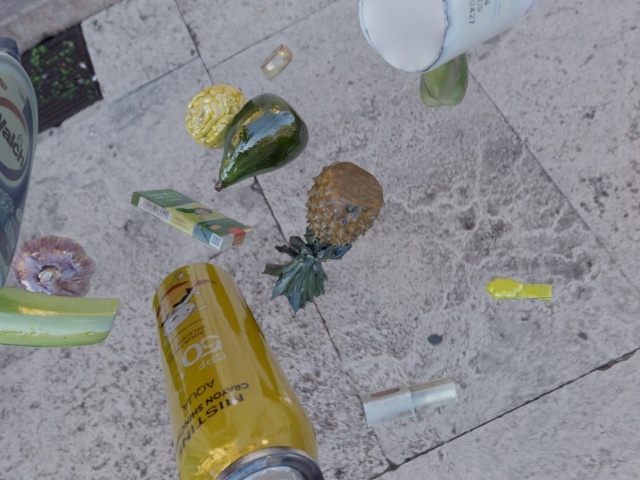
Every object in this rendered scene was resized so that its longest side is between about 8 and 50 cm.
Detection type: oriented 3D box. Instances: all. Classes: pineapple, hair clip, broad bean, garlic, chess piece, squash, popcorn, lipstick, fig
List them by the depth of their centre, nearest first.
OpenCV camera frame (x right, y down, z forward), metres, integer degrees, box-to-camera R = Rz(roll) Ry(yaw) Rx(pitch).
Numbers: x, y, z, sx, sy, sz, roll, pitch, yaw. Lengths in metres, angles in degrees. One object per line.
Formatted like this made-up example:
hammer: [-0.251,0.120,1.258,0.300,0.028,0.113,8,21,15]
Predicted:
squash: [-0.392,0.094,0.633,0.250,0.083,0.083,11,67,-18]
fig: [-0.107,-0.150,0.784,0.177,0.117,0.117,-39,64,10]
pineapple: [0.000,0.000,0.792,0.119,0.277,0.130,33,42,0]
garlic: [-0.553,0.062,1.026,0.159,0.102,0.147,34,80,-15]
chess piece: [-0.102,-0.417,1.152,0.084,0.038,0.083,-36,32,27]
broad bean: [0.304,-0.436,1.208,0.121,0.263,0.189,11,76,16]
popcorn: [-0.251,-0.312,1.252,0.170,0.180,0.180,27,73,-16]
lipstick: [0.240,0.435,1.346,0.253,0.079,0.077,-12,95,0]
hair clip: [0.560,0.143,1.400,0.173,0.046,0.072,8,50,19]

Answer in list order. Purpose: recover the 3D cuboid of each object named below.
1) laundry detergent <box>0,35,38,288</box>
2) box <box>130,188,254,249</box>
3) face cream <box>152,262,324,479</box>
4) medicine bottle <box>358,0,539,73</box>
laundry detergent: [-0.372,-0.105,0.532,0.105,0.215,0.280,-1,54,-10]
box: [-0.275,-0.051,1.070,0.235,0.132,0.034,26,106,16]
face cream: [-0.085,0.130,0.442,0.105,0.105,0.349,-40,29,-4]
medicine bottle: [0.275,-0.480,0.945,0.379,0.213,0.213,-34,62,-27]
